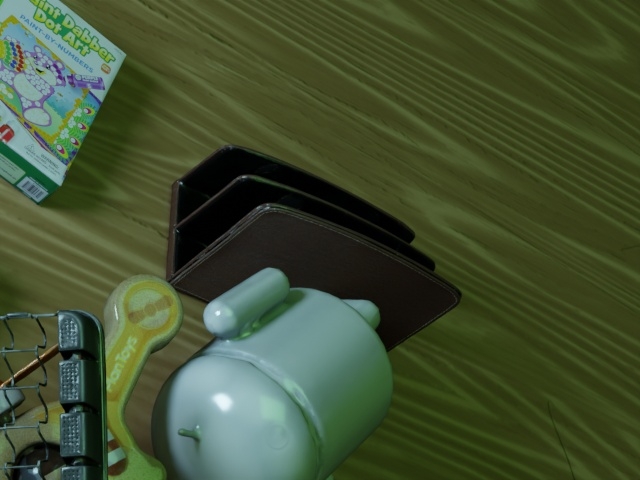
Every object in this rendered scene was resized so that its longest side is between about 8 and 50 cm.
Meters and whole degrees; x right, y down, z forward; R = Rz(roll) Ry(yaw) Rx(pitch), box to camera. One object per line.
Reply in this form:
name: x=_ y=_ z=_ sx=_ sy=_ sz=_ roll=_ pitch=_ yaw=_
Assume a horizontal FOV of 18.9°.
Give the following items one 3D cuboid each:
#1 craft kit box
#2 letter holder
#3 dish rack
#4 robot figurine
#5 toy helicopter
craft kit box: x=-0.367 y=-0.204 z=2.216 sx=0.250 sy=0.061 sz=0.247 roll=38 pitch=40 yaw=-19
letter holder: x=0.000 y=0.000 z=2.304 sx=0.301 sy=0.214 sz=0.152 roll=25 pitch=48 yaw=-30
dish rack: x=-0.342 y=0.167 z=1.830 sx=0.271 sy=0.074 sz=0.208 roll=-3 pitch=76 yaw=0
robot figurine: x=-0.053 y=0.184 z=2.136 sx=0.353 sy=0.199 sz=0.300 roll=-38 pitch=117 yaw=-51
toy helicopter: x=-0.253 y=0.175 z=1.963 sx=0.235 sy=0.140 sz=0.355 roll=30 pitch=58 yaw=-8
